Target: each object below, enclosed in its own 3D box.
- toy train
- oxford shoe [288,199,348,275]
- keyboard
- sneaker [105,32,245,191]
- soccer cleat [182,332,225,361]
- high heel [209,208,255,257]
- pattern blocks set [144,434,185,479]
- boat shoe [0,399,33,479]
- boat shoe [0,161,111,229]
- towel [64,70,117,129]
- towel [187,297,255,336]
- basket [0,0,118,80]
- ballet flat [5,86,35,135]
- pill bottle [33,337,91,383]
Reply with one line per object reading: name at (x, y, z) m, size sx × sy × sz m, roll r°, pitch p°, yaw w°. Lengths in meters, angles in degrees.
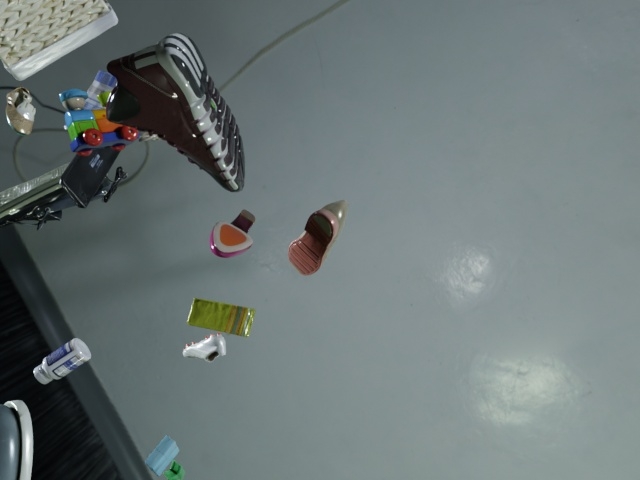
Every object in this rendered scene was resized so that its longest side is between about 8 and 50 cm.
toy train at (-0.507, -0.306, 1.165) m, size 0.105 × 0.248 × 0.143 m, roll -12°, pitch 98°, yaw 48°
oxford shoe at (0.000, 0.000, 1.678) m, size 0.140 × 0.146 × 0.397 m, roll 46°, pitch 144°, yaw 5°
keyboard at (-0.726, -0.229, 1.529) m, size 0.033 × 0.317 × 0.201 m, roll -5°, pitch 137°, yaw 16°
sneaker at (-0.228, -0.178, 0.729) m, size 0.162 × 0.106 × 0.281 m, roll -8°, pitch 141°, yaw 9°
soccer cleat at (-0.368, 0.349, 1.461) m, size 0.196 × 0.068 × 0.076 m, roll -29°, pitch 72°, yaw 36°
high heel at (-0.301, 0.025, 1.479) m, size 0.127 × 0.377 × 0.181 m, roll 37°, pitch 105°, yaw -4°
pattern blocks set at (-0.313, 0.436, 0.645) m, size 0.026 × 0.325 × 0.285 m, roll 29°, pitch 134°, yaw 17°
boat shoe at (-0.377, 0.306, 0.434) m, size 0.116 × 0.099 × 0.319 m, roll 18°, pitch 82°, yaw 40°
boat shoe at (-0.956, -0.124, 1.591) m, size 0.500 × 0.187 × 0.156 m, roll -29°, pitch 125°, yaw -15°
towel at (-0.834, -0.517, 1.799) m, size 0.209 × 0.034 × 0.285 m, roll 21°, pitch 76°, yaw 11°
towel at (-0.351, 0.268, 1.636) m, size 0.237 × 0.021 × 0.102 m, roll 8°, pitch 71°, yaw 14°
basket at (-0.390, -0.324, 0.637) m, size 0.167 × 0.103 × 0.113 m, roll -35°, pitch 61°, yaw -6°
ballet flat at (-0.862, -0.383, 1.344) m, size 0.067 × 0.073 × 0.206 m, roll -41°, pitch 57°, yaw 8°
pill bottle at (-0.923, 0.434, 1.664) m, size 0.169 × 0.094 × 0.094 m, roll -34°, pitch 94°, yaw -10°
